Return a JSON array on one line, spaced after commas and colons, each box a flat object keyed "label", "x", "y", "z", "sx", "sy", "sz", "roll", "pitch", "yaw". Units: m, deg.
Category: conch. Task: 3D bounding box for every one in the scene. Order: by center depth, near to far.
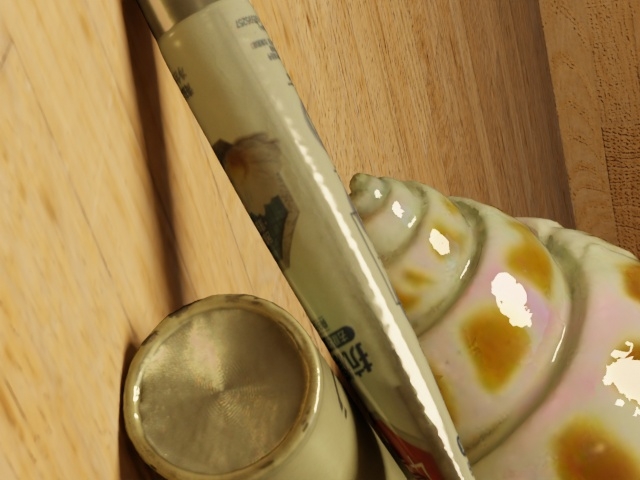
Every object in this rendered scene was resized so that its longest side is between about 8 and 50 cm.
[{"label": "conch", "x": 0.121, "y": 0.110, "z": 0.934, "sx": 0.249, "sy": 0.197, "sz": 0.368, "roll": 19, "pitch": -54, "yaw": 64}]

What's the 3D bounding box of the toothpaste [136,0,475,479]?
[{"label": "toothpaste", "x": 0.000, "y": 0.000, "z": 0.605, "sx": 0.239, "sy": 0.039, "sz": 0.062, "roll": 62, "pitch": -7, "yaw": 2}]

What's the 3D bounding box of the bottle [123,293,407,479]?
[{"label": "bottle", "x": -0.009, "y": 0.092, "z": 0.640, "sx": 0.201, "sy": 0.072, "sz": 0.072, "roll": 59, "pitch": 28, "yaw": -61}]
